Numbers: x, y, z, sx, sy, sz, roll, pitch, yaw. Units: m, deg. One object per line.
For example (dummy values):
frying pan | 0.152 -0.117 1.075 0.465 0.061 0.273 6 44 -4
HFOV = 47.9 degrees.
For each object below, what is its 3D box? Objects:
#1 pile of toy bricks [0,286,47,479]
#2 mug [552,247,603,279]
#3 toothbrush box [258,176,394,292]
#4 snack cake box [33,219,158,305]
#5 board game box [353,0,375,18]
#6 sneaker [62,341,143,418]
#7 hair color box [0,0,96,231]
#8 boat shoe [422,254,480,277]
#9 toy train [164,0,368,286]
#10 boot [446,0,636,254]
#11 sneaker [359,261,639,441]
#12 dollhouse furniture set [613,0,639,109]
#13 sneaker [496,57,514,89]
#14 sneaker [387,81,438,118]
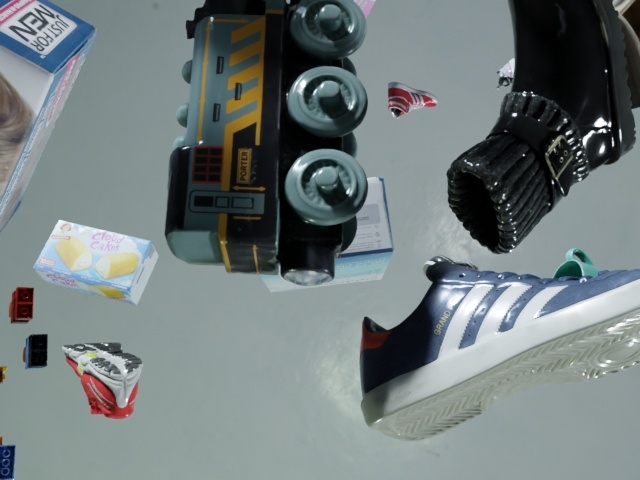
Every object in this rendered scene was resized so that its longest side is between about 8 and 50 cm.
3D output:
pile of toy bricks | -0.337 0.142 0.701 0.105 0.118 0.212 -26 64 55
mug | 0.604 0.106 1.648 0.098 0.129 0.157 18 94 -14
toothbrush box | 0.000 0.000 1.218 0.217 0.295 0.126 -7 80 -1
snack cake box | -0.571 0.055 1.847 0.265 0.152 0.089 12 152 10
board game box | 0.075 -0.597 1.396 0.316 0.064 0.242 126 136 -57
sneaker | -0.403 0.253 1.307 0.279 0.107 0.118 10 98 60
hair color box | -0.347 -0.140 0.461 0.347 0.105 0.174 27 118 -16
boat shoe | 0.317 0.092 1.614 0.114 0.302 0.091 32 82 33
toy train | -0.052 -0.117 0.728 0.190 0.142 0.333 2 71 -3
boot | 0.258 -0.174 0.921 0.260 0.131 0.347 -35 117 -11
sneaker | 0.186 0.068 0.699 0.350 0.148 0.131 -24 141 18
dollhouse furniture set | 0.519 -0.344 0.918 0.303 0.198 0.286 -10 116 48
sneaker | 0.396 -0.330 1.488 0.069 0.098 0.038 -32 129 11
sneaker | 0.187 -0.275 1.475 0.119 0.042 0.067 12 75 -24
